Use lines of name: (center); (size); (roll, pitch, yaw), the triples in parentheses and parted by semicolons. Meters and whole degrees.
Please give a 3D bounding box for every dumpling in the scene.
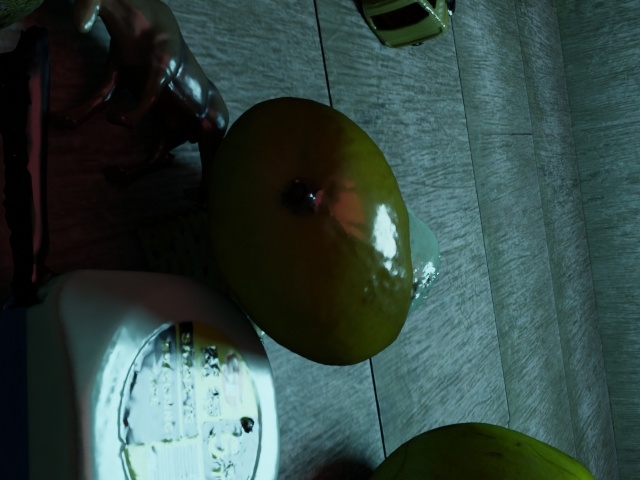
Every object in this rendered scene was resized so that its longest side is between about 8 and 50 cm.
dumpling: (0.072, 0.018, 0.843); (0.152, 0.108, 0.219); (63, 33, -32)

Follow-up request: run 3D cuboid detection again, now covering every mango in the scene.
mango: (0.002, 0.007, 0.599); (0.331, 0.142, 0.195); (56, 15, -70)

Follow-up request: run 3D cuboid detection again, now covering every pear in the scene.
pear: (0.167, 0.329, 0.786); (0.283, 0.284, 0.283); (20, 67, -58)

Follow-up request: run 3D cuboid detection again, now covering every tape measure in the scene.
tape measure: (-0.127, 0.058, 0.500); (0.215, 0.098, 0.351); (11, 72, -58)

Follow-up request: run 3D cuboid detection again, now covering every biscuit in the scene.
biscuit: (-0.078, 0.031, 0.667); (0.203, 0.016, 0.144); (-27, 107, -60)

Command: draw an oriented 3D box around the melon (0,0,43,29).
melon: (-0.205, -0.152, 0.398); (0.162, 0.099, 0.099); (-40, 119, -58)

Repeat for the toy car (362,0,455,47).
toy car: (0.122, -0.398, 1.029); (0.124, 0.101, 0.256); (31, 58, -50)

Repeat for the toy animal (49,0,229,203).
toy animal: (-0.134, -0.147, 0.550); (0.214, 0.094, 0.186); (56, 43, -51)
